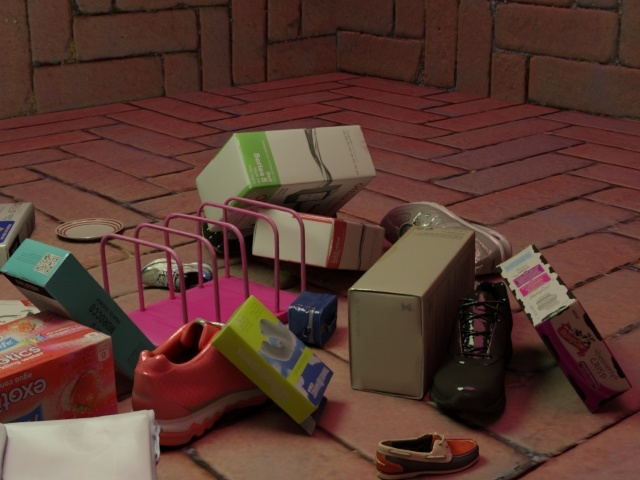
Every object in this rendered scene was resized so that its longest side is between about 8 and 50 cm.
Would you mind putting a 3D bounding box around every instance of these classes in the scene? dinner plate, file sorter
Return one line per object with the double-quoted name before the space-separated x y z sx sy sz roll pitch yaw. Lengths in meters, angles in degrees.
"dinner plate" -0.487 -0.021 2.087 0.141 0.017 0.141 0 19 0
"file sorter" -0.183 0.050 1.602 0.202 0.182 0.290 14 23 37

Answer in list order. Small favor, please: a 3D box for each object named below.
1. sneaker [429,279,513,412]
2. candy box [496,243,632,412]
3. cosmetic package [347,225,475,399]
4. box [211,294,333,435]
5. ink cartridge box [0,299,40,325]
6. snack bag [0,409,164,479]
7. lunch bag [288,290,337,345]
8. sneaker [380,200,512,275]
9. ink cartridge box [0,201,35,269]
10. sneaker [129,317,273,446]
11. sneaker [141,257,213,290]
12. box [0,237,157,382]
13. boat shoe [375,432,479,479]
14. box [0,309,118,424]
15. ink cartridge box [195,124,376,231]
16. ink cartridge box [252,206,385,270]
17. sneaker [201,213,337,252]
"sneaker" 0.217 0.144 1.391 0.109 0.130 0.286 5 20 11
"candy box" 0.341 0.117 1.405 0.071 0.159 0.233 -33 18 7
"cosmetic package" 0.145 0.097 1.490 0.113 0.160 0.309 6 18 22
"box" -0.054 0.163 1.307 0.178 0.042 0.109 43 22 -3
"ink cartridge box" -0.481 0.141 1.533 0.099 0.056 0.135 0 18 -1
"snack bag" -0.308 0.292 0.934 0.342 0.037 0.323 -2 38 -14
"lunch bag" -0.008 0.123 1.556 0.065 0.067 0.098 5 20 17
"sneaker" 0.218 -0.004 1.869 0.281 0.105 0.115 16 24 39
"ink cartridge box" -0.751 -0.004 1.973 0.307 0.072 0.303 -5 20 -5
"sneaker" -0.131 0.161 1.337 0.116 0.136 0.314 13 23 33
"sneaker" -0.258 0.064 1.772 0.135 0.052 0.058 -3 23 -6
"box" -0.328 0.102 1.373 0.100 0.244 0.060 14 59 37
"boat shoe" 0.131 0.255 1.194 0.137 0.043 0.049 -5 17 -17
"box" -0.412 0.206 1.201 0.154 0.142 0.300 15 24 39
"ink cartridge box" -0.064 -0.116 1.839 0.272 0.115 0.198 -7 -19 -32
"ink cartridge box" 0.000 0.000 1.793 0.158 0.092 0.218 10 3 28
"sneaker" -0.109 -0.042 2.005 0.299 0.111 0.121 -3 9 -23
